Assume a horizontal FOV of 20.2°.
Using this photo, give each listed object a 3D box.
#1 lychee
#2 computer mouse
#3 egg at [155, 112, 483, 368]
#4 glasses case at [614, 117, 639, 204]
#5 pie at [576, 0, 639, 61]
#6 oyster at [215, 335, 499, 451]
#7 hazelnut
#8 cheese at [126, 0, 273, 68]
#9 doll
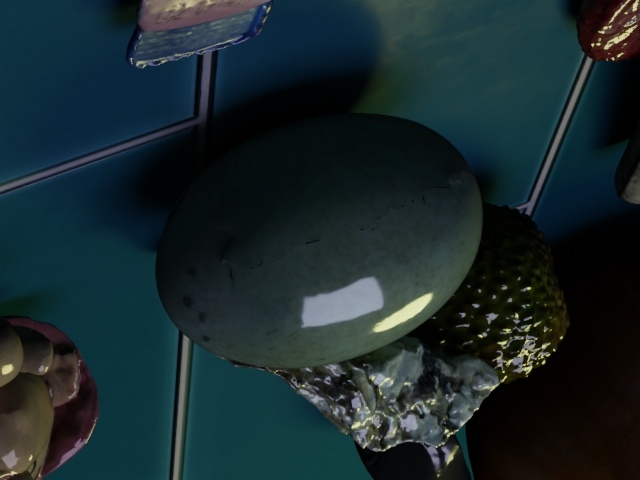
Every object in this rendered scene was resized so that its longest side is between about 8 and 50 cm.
[{"bbox_3d":[0.119,0.048,1.492,0.171,0.171,0.171,-23,156,-11],"label":"lychee"},{"bbox_3d":[0.081,0.200,1.776,0.086,0.137,0.270,-33,158,-5],"label":"computer mouse"},{"bbox_3d":[0.000,0.000,1.243,0.236,0.169,0.169,-21,155,-20],"label":"egg"},{"bbox_3d":[0.301,-0.112,1.424,0.114,0.060,0.299,-32,165,-9],"label":"glasses case"},{"bbox_3d":[0.250,-0.182,1.310,0.154,0.036,0.154,-25,157,-11],"label":"pie"},{"bbox_3d":[-0.001,0.085,1.367,0.087,0.252,0.199,-59,172,15],"label":"oyster"},{"bbox_3d":[0.339,0.190,1.782,0.409,0.359,0.359,13,136,-35],"label":"hazelnut"},{"bbox_3d":[-0.040,-0.179,0.958,0.189,0.074,0.286,-17,158,-23],"label":"cheese"},{"bbox_3d":[-0.259,0.126,1.246,0.196,0.152,0.256,-15,161,1],"label":"doll"}]
